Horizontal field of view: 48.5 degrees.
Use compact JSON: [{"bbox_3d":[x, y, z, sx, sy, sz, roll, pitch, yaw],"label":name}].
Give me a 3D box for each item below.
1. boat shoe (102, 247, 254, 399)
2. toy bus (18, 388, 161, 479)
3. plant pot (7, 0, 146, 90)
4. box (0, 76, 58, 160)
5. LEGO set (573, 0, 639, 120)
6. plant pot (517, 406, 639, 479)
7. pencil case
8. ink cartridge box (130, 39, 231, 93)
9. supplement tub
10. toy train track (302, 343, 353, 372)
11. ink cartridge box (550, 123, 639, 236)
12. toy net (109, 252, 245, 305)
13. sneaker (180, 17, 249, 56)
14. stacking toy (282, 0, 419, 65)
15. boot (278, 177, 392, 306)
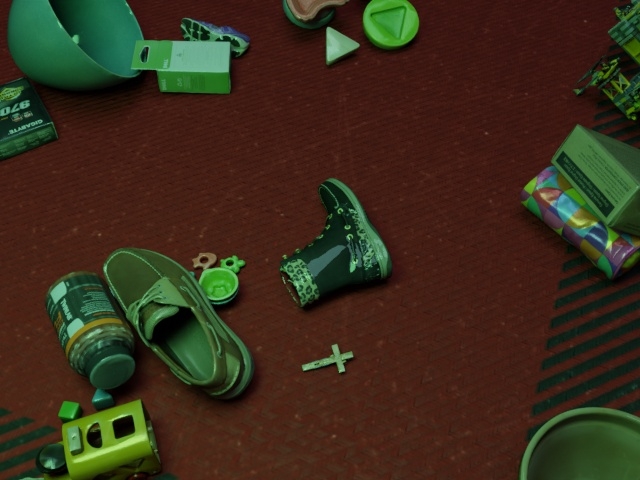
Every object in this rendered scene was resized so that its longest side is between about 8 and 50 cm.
[{"bbox_3d":[-0.236,0.115,1.115,0.324,0.116,0.123,38,90,22],"label":"boat shoe"},{"bbox_3d":[-0.330,0.301,1.010,0.191,0.104,0.202,19,54,15],"label":"toy bus"},{"bbox_3d":[-0.545,-0.434,1.511,0.195,0.290,0.290,-24,49,22],"label":"plant pot"},{"bbox_3d":[-0.682,-0.239,1.472,0.220,0.051,0.175,-25,56,-18],"label":"box"},{"bbox_3d":[0.688,-0.422,1.462,0.331,0.255,0.192,-44,90,-16],"label":"LEGO set"},{"bbox_3d":[0.379,0.355,0.952,0.237,0.109,0.237,-1,52,1],"label":"plant pot"},{"bbox_3d":[0.466,-0.035,1.265,0.104,0.104,0.236,-29,58,-20],"label":"pencil case"},{"bbox_3d":[-0.302,-0.383,1.562,0.209,0.062,0.109,0,51,-5],"label":"ink cartridge box"},{"bbox_3d":[-0.358,0.142,1.117,0.106,0.106,0.198,-26,46,-18],"label":"supplement tub"},{"bbox_3d":[0.012,0.197,1.145,0.083,0.014,0.048,-15,60,-3],"label":"toy train track"},{"bbox_3d":[0.547,-0.088,1.229,0.235,0.088,0.193,14,33,-27],"label":"ink cartridge box"},{"bbox_3d":[-0.253,0.061,1.234,0.232,0.045,0.122,2,53,3],"label":"toy net"},{"bbox_3d":[-0.245,-0.475,1.654,0.170,0.068,0.071,22,40,7],"label":"sneaker"},{"bbox_3d":[0.075,-0.543,1.697,0.309,0.130,0.279,-19,80,-10],"label":"stacking toy"},{"bbox_3d":[0.000,0.000,1.254,0.179,0.085,0.236,-22,55,-13],"label":"boot"}]
